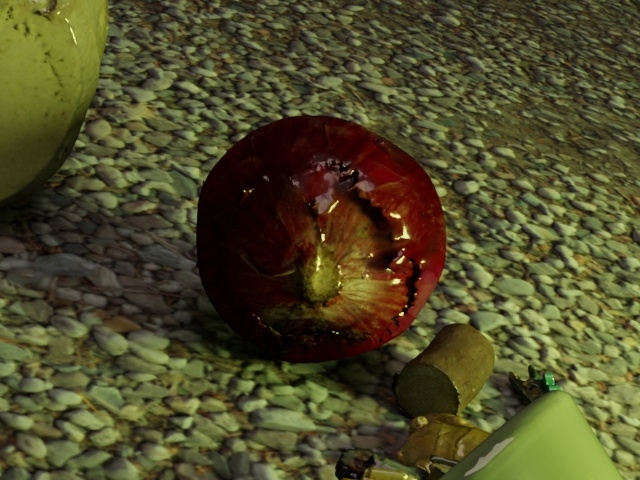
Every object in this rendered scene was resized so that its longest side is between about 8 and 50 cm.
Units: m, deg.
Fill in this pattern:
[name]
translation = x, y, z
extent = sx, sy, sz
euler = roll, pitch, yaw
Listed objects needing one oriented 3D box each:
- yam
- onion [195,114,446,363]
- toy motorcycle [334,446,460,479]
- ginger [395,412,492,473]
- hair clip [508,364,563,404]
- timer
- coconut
[yam]
translation = 0.138, 0.143, 1.852
extent = 0.084, 0.084, 0.127
euler = 24, 32, 17
[onion]
translation = 0.000, 0.000, 1.846
extent = 0.276, 0.276, 0.276
euler = 12, 28, -6
[toy motorcycle]
translation = 0.116, 0.265, 1.590
extent = 0.229, 0.094, 0.130
euler = 25, 27, 1
[ginger]
translation = 0.155, 0.228, 1.700
extent = 0.205, 0.081, 0.115
euler = 27, -3, 39
[hair clip]
translation = 0.253, 0.185, 1.865
extent = 0.049, 0.049, 0.173
euler = 6, 27, -17
[timer]
translation = 0.188, 0.327, 1.376
extent = 0.315, 0.291, 0.291
euler = 49, 36, 10
[coconut]
translation = -0.436, -0.260, 1.994
extent = 0.404, 0.405, 0.404
euler = 12, 28, -6
